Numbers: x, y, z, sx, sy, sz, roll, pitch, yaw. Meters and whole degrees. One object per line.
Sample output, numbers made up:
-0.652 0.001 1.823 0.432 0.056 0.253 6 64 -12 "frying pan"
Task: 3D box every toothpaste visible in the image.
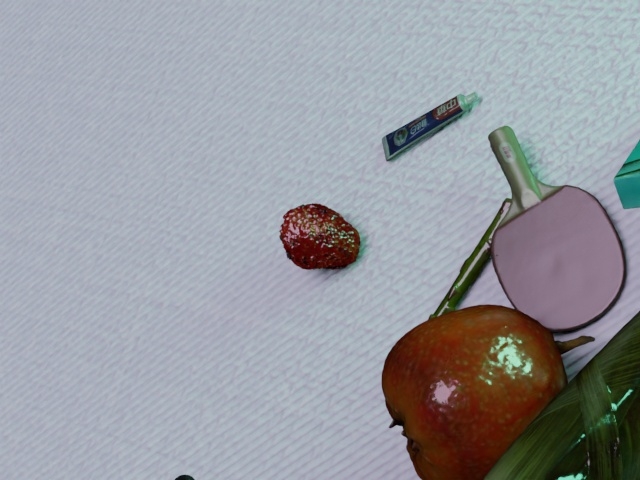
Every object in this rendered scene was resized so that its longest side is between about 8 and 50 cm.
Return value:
0.128 -0.139 1.711 0.140 0.021 0.037 -30 51 29 "toothpaste"

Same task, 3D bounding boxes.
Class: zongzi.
0.244 0.164 1.319 0.112 0.221 0.242 28 116 34 "zongzi"

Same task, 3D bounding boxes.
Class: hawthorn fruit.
0.176 0.148 1.459 0.226 0.196 0.196 -30 52 -5 "hawthorn fruit"

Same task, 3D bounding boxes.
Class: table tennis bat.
0.239 -0.017 1.555 0.138 0.022 0.246 -30 64 19 "table tennis bat"

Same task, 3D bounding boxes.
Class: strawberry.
0.000 0.000 1.720 0.096 0.083 0.083 5 73 10 "strawberry"

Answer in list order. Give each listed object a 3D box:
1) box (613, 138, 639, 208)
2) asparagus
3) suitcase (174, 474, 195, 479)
0.393 -0.109 1.389 0.161 0.042 0.226 -9 26 37 "box"
0.148 0.058 1.611 0.248 0.024 0.025 -56 6 6 "asparagus"
-0.056 0.357 1.398 0.339 0.345 0.188 -40 51 53 "suitcase"
